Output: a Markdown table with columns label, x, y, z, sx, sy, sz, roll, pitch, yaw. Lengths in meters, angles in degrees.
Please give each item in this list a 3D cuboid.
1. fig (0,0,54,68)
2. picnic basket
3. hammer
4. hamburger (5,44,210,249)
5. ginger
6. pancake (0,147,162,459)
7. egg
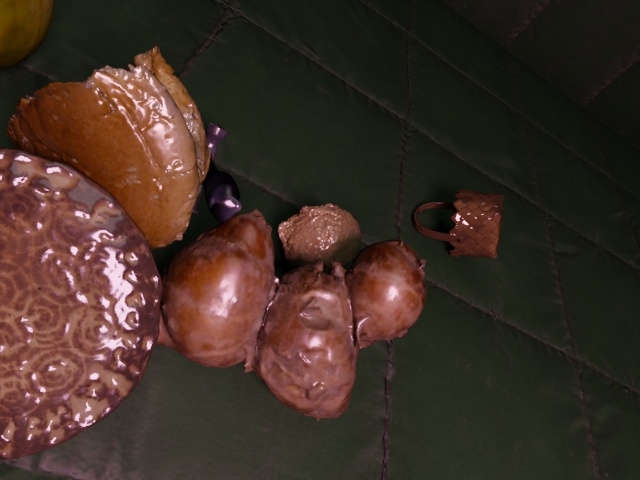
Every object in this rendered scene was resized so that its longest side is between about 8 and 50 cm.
| label | x | y | z | sx | sy | sz | roll | pitch | yaw |
| --- | --- | --- | --- | --- | --- | --- | --- | --- | --- |
| fig | -0.468 | -0.365 | 0.595 | 0.258 | 0.326 | 0.258 | 8 | 46 | -8 |
| picnic basket | 0.286 | -0.037 | 1.066 | 0.179 | 0.137 | 0.128 | 5 | 34 | 14 |
| hammer | -0.151 | -0.078 | 0.688 | 0.037 | 0.137 | 0.290 | 21 | 11 | -24 |
| hamburger | -0.241 | -0.087 | 0.603 | 0.132 | 0.309 | 0.211 | -44 | 118 | -38 |
| ginger | -0.062 | 0.087 | 0.647 | 0.375 | 0.256 | 0.176 | 14 | 14 | -10 |
| pancake | -0.299 | 0.064 | 0.493 | 0.288 | 0.033 | 0.286 | 39 | 81 | -17 |
| egg | 0.000 | 0.000 | 0.820 | 0.140 | 0.116 | 0.118 | -14 | 90 | -31 |
